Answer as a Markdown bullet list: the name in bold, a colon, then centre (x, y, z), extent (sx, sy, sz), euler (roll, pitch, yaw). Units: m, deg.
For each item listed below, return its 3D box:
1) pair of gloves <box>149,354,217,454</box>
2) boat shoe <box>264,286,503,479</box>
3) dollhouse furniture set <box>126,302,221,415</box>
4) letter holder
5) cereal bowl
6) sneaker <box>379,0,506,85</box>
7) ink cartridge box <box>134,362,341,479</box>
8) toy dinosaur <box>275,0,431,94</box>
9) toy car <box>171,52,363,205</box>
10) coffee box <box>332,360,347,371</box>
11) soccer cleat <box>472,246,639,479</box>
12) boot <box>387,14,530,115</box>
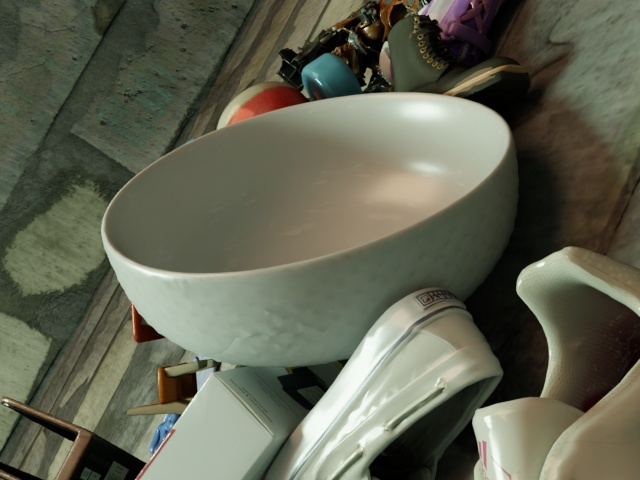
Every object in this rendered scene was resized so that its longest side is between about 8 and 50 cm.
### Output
- **pair of gloves**: centre (-0.186, 0.207, 1.354), extent (0.198, 0.023, 0.159), euler (-55, 17, 15)
- **boat shoe**: centre (0.042, 0.157, 0.687), extent (0.267, 0.096, 0.088), euler (-57, 48, 26)
- **dollhouse furniture set**: centre (-0.195, 0.082, 1.218), extent (0.259, 0.135, 0.262), euler (25, -119, -82)
- **letter holder**: centre (-0.338, 0.281, 1.115), extent (0.302, 0.214, 0.152), euler (73, -141, -67)
- **cereal bowl**: centre (0.000, 0.000, 0.801), extent (0.339, 0.141, 0.339), euler (-10, 26, 5)
- **sneaker**: centre (0.155, -0.242, 1.035), extent (0.236, 0.095, 0.104), euler (-56, 23, 27)
- **ink cartridge box**: centre (-0.050, 0.167, 0.782), extent (0.127, 0.072, 0.175), euler (-54, -22, 16)
- **toy dinosaur**: centre (0.069, -0.236, 1.244), extent (0.218, 0.164, 0.322), euler (-49, -5, -18)
- **toy car**: centre (-0.003, -0.041, 1.042), extent (0.219, 0.210, 0.238), euler (-34, 52, -11)
- **coffee box**: centre (-0.039, 0.178, 0.950), extent (0.184, 0.040, 0.113), euler (-57, 17, 10)
- **soccer cleat**: centre (0.109, 0.150, 0.397), extent (0.116, 0.143, 0.331), euler (-39, 27, 49)
- **boot**: centre (0.119, -0.177, 0.937), extent (0.198, 0.077, 0.137), euler (-21, 69, 57)
